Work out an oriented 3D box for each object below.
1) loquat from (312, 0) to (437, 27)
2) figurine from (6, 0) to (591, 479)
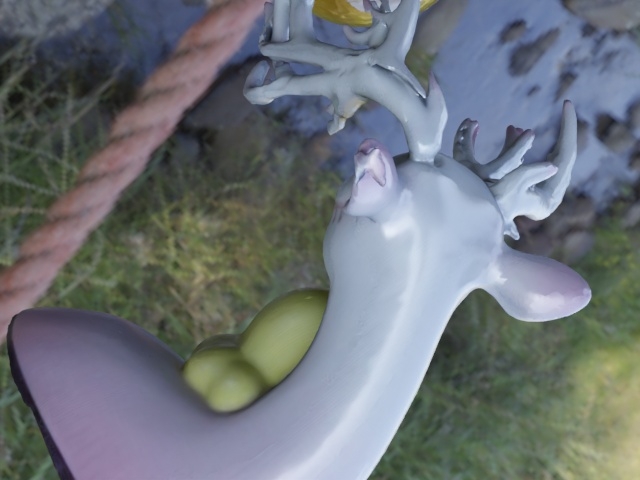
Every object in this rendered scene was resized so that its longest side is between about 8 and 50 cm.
[{"bbox_3d":[0.047,-0.267,0.989,0.179,0.179,0.227,-26,160,-32],"label":"loquat"},{"bbox_3d":[-0.007,-0.007,0.698,0.315,0.284,0.206,-35,120,7],"label":"figurine"}]
